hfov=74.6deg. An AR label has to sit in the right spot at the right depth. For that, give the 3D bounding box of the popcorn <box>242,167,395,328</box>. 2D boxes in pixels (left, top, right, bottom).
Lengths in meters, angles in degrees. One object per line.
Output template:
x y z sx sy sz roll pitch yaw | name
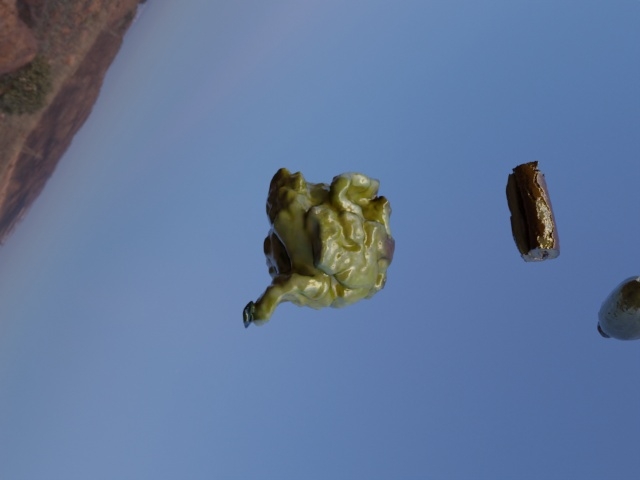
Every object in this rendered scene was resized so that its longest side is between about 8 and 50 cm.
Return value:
0.009 0.001 0.747 0.293 0.237 0.293 -172 -90 -89 | popcorn

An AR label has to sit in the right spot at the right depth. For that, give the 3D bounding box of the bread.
0.191 -0.024 0.380 0.036 0.047 0.083 -10 -107 30 | bread

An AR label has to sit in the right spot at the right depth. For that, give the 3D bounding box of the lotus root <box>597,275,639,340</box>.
0.543 0.127 0.734 0.090 0.183 0.077 5 -127 10 | lotus root
